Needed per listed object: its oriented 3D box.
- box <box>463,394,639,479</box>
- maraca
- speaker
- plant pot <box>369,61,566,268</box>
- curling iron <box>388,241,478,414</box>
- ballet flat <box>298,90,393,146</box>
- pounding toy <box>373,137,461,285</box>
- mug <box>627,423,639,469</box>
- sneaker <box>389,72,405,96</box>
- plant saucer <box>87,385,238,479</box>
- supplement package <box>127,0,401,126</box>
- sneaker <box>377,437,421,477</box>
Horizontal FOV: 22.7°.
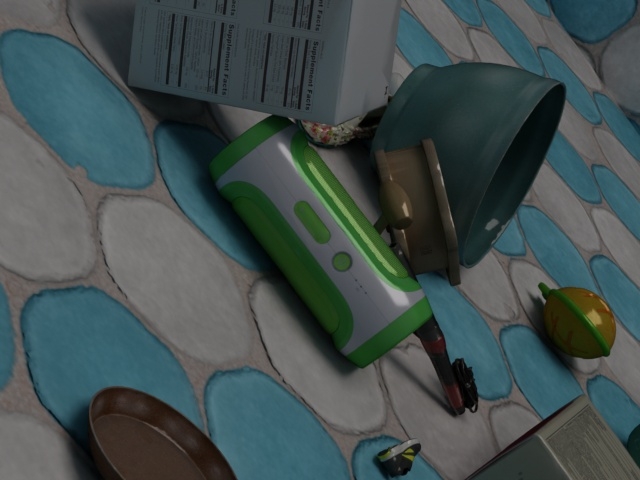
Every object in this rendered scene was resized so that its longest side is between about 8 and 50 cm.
[{"bbox_3d":[0.289,0.300,1.944,0.148,0.127,0.232,55,23,9],"label":"box"},{"bbox_3d":[0.389,0.121,2.442,0.127,0.099,0.186,55,-4,-19],"label":"maraca"},{"bbox_3d":[0.000,0.000,1.850,0.296,0.131,0.131,53,23,2],"label":"speaker"},{"bbox_3d":[0.193,-0.134,2.262,0.196,0.293,0.293,29,18,16],"label":"plant pot"},{"bbox_3d":[0.134,0.110,1.953,0.068,0.035,0.274,-85,151,-52],"label":"curling iron"},{"bbox_3d":[0.045,-0.186,2.268,0.091,0.077,0.241,56,24,7],"label":"ballet flat"},{"bbox_3d":[0.089,-0.032,2.042,0.269,0.155,0.154,75,2,-64],"label":"pounding toy"},{"bbox_3d":[0.528,0.334,2.378,0.157,0.097,0.129,50,22,-5],"label":"mug"},{"bbox_3d":[0.189,-0.179,2.476,0.232,0.115,0.090,53,23,2],"label":"sneaker"},{"bbox_3d":[-0.141,0.198,1.392,0.168,0.029,0.168,38,17,-14],"label":"plant saucer"},{"bbox_3d":[-0.059,-0.264,1.880,0.263,0.198,0.199,12,16,17],"label":"supplement package"},{"bbox_3d":[0.090,0.246,1.787,0.083,0.031,0.035,-9,77,-60],"label":"sneaker"}]
